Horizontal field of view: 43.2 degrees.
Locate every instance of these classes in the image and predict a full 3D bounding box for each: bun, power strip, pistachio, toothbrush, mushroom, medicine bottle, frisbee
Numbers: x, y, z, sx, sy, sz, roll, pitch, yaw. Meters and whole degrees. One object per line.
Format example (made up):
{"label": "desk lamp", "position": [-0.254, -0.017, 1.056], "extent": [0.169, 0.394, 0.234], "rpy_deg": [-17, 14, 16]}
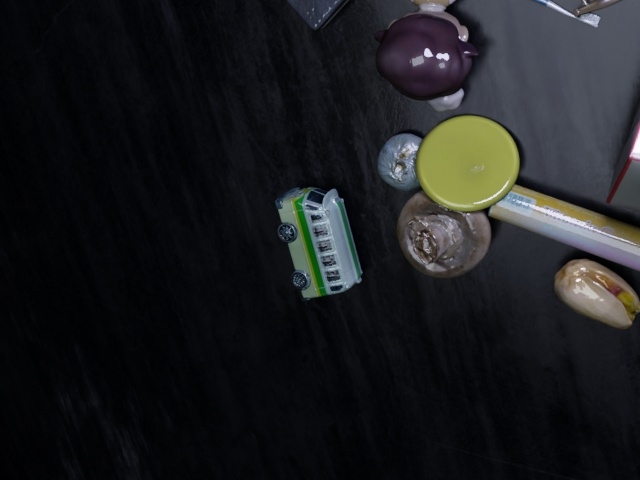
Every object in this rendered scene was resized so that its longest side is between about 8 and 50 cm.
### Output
{"label": "bun", "position": [0.200, -0.184, 1.933], "extent": [0.140, 0.083, 0.141], "rpy_deg": [7, 109, 22]}
{"label": "power strip", "position": [0.043, -0.607, 1.856], "extent": [0.105, 0.070, 0.256], "rpy_deg": [48, 120, -2]}
{"label": "pistachio", "position": [0.632, 0.121, 1.854], "extent": [0.200, 0.117, 0.145], "rpy_deg": [30, 155, 2]}
{"label": "toothbrush", "position": [0.470, -0.521, 1.740], "extent": [0.275, 0.019, 0.025], "rpy_deg": [26, 111, 12]}
{"label": "mushroom", "position": [0.286, -0.018, 1.904], "extent": [0.226, 0.178, 0.227], "rpy_deg": [7, 105, 26]}
{"label": "medicine bottle", "position": [0.595, -0.027, 1.820], "extent": [0.426, 0.108, 0.108], "rpy_deg": [22, 115, 15]}
{"label": "frisbee", "position": [0.334, -0.178, 1.844], "extent": [0.235, 0.017, 0.236], "rpy_deg": [-2, 75, 8]}

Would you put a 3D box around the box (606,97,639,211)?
{"label": "box", "position": [0.751, -0.200, 1.526], "extent": [0.312, 0.314, 0.300], "rpy_deg": [18, 82, 16]}

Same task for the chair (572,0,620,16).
{"label": "chair", "position": [0.538, -0.596, 1.602], "extent": [0.188, 0.166, 0.272], "rpy_deg": [-26, 97, 27]}

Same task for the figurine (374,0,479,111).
{"label": "figurine", "position": [0.235, -0.487, 1.788], "extent": [0.218, 0.206, 0.365], "rpy_deg": [7, 86, -3]}

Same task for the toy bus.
{"label": "toy bus", "position": [0.000, 0.000, 2.052], "extent": [0.164, 0.133, 0.276], "rpy_deg": [-8, 106, 25]}
